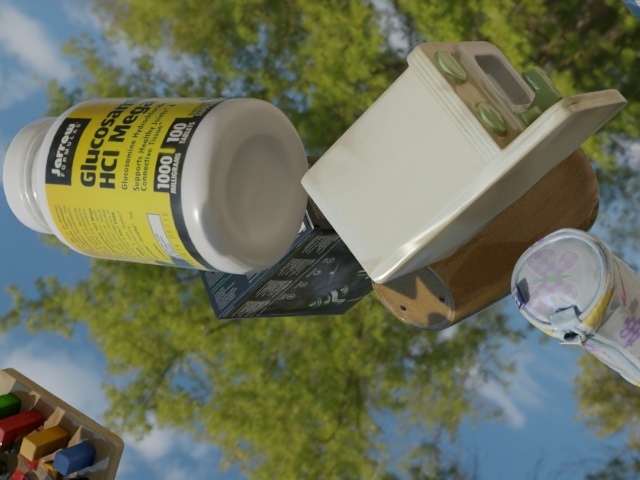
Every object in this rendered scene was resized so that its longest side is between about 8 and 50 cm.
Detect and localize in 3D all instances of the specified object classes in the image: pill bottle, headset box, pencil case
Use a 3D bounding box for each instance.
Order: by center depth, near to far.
[{"bbox_3d":[0.326,0.082,1.236,0.273,0.113,0.124,27,-145,-47],"label":"pencil case"},{"bbox_3d":[-0.195,-0.067,1.240,0.333,0.188,0.188,5,-169,35],"label":"pill bottle"},{"bbox_3d":[0.000,0.000,1.621,0.283,0.246,0.131,1,-123,-43],"label":"headset box"}]

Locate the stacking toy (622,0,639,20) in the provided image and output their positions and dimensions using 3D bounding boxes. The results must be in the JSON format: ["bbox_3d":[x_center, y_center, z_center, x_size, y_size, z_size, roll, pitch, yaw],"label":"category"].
[{"bbox_3d":[0.380,-0.323,0.923,0.130,0.309,0.279,35,167,-24],"label":"stacking toy"}]

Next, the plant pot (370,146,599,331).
[{"bbox_3d":[0.179,-0.013,1.349,0.237,0.237,0.254,40,-127,7],"label":"plant pot"}]

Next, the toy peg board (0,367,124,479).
[{"bbox_3d":[-0.293,0.236,1.070,0.160,0.161,0.079,26,-161,25],"label":"toy peg board"}]

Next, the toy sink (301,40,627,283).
[{"bbox_3d":[0.122,-0.091,0.966,0.131,0.234,0.152,54,-147,12],"label":"toy sink"}]
